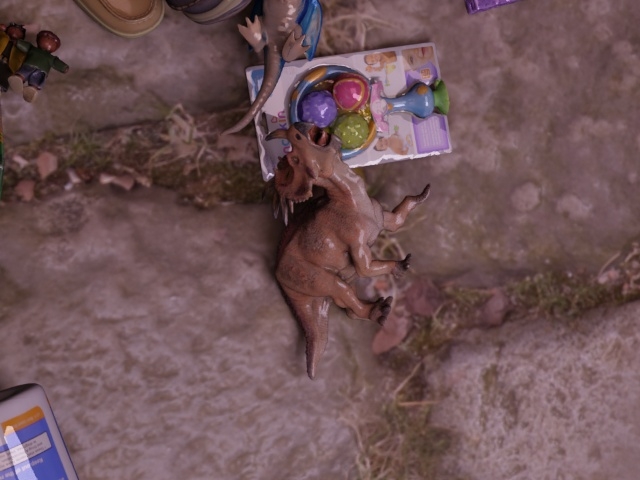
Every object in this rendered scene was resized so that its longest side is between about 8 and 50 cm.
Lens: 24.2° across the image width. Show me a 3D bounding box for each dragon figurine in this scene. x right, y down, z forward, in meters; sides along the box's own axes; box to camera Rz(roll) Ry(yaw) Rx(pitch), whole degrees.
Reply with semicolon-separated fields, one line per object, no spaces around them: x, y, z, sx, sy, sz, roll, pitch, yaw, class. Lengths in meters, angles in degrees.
-0.042;-0.255;1.711;0.085;0.144;0.289;11;94;3;dragon figurine

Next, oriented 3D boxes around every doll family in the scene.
-0.369;-0.221;1.618;0.193;0.076;0.111;34;46;-20;doll family

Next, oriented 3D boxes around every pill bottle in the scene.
-0.321;0.303;1.591;0.152;0.152;0.272;-21;94;-16;pill bottle

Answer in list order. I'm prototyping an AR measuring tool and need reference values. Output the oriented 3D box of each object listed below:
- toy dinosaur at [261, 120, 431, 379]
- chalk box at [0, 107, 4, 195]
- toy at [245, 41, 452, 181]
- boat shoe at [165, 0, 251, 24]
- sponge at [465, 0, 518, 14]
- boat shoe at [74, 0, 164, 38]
0.000;0.000;1.708;0.200;0.127;0.296;20;112;-3;toy dinosaur
-0.426;-0.020;1.525;0.180;0.179;0.289;2;129;-16;chalk box
0.041;-0.156;1.760;0.237;0.056;0.137;-10;90;-16;toy
-0.146;-0.417;1.629;0.130;0.132;0.355;15;61;-56;boat shoe
0.207;-0.393;1.829;0.117;0.031;0.210;-18;93;-16;sponge
-0.262;-0.357;1.658;0.104;0.089;0.285;-33;98;-15;boat shoe
